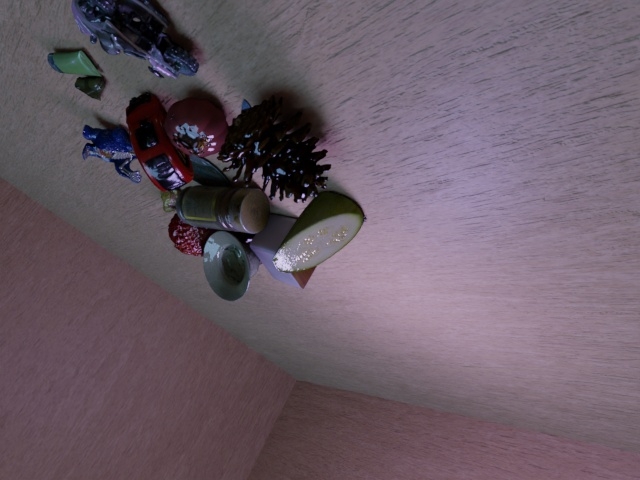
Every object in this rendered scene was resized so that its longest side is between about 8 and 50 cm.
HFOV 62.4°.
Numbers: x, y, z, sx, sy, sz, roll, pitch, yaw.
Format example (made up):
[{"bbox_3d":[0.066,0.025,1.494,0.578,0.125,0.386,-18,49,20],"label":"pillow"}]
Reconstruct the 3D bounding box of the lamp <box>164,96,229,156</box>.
[{"bbox_3d":[-0.343,-0.322,1.484,0.182,0.140,0.182,8,143,6],"label":"lamp"}]

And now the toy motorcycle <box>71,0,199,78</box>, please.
[{"bbox_3d":[-0.451,-0.496,1.260,0.327,0.143,0.188,30,169,-41],"label":"toy motorcycle"}]

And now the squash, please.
[{"bbox_3d":[0.000,0.000,1.582,0.189,0.260,0.189,24,153,13],"label":"squash"}]

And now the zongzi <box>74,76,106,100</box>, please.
[{"bbox_3d":[-0.698,-0.472,1.669,0.104,0.052,0.113,10,163,24],"label":"zongzi"}]

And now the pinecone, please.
[{"bbox_3d":[-0.103,-0.206,1.322,0.292,0.246,0.246,35,155,-19],"label":"pinecone"}]

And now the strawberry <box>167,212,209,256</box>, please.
[{"bbox_3d":[-0.497,-0.062,2.111,0.205,0.205,0.244,32,136,-7],"label":"strawberry"}]

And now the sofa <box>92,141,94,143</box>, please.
[{"bbox_3d":[-0.807,-0.366,1.996,0.118,0.039,0.060,22,156,14],"label":"sofa"}]

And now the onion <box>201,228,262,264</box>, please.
[{"bbox_3d":[-0.326,0.000,2.067,0.272,0.195,0.272,-7,142,-5],"label":"onion"}]

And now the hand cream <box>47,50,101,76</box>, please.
[{"bbox_3d":[-0.751,-0.537,1.599,0.175,0.046,0.095,8,148,25],"label":"hand cream"}]

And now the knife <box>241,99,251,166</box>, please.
[{"bbox_3d":[-0.212,-0.300,1.523,0.044,0.019,0.313,29,154,5],"label":"knife"}]

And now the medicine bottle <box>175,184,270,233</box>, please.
[{"bbox_3d":[-0.346,-0.113,1.841,0.322,0.151,0.151,7,148,34],"label":"medicine bottle"}]

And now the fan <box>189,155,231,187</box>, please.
[{"bbox_3d":[-0.440,-0.265,1.836,0.223,0.012,0.294,7,148,42],"label":"fan"}]

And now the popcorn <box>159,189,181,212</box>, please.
[{"bbox_3d":[-0.596,-0.169,2.107,0.097,0.089,0.109,57,159,29],"label":"popcorn"}]

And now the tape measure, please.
[{"bbox_3d":[-0.481,-0.276,1.586,0.114,0.260,0.253,-23,139,2],"label":"tape measure"}]

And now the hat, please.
[{"bbox_3d":[-0.297,0.083,1.909,0.257,0.130,0.257,9,105,38],"label":"hat"}]

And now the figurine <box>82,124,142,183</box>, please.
[{"bbox_3d":[-0.717,-0.330,1.893,0.262,0.120,0.164,24,118,-8],"label":"figurine"}]

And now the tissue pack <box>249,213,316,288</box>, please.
[{"bbox_3d":[-0.123,0.039,1.913,0.136,0.159,0.246,15,153,31],"label":"tissue pack"}]
